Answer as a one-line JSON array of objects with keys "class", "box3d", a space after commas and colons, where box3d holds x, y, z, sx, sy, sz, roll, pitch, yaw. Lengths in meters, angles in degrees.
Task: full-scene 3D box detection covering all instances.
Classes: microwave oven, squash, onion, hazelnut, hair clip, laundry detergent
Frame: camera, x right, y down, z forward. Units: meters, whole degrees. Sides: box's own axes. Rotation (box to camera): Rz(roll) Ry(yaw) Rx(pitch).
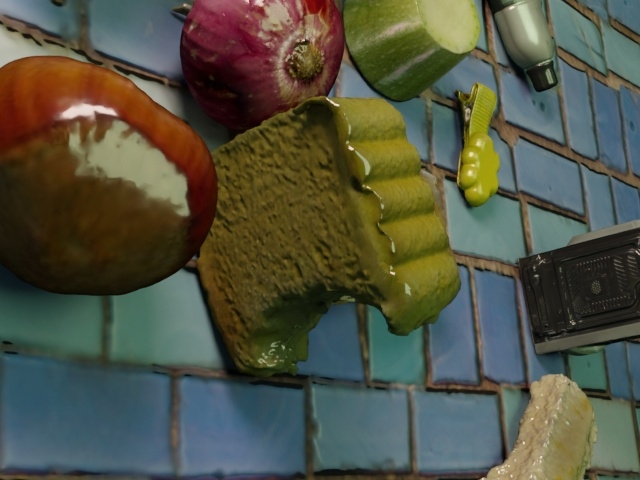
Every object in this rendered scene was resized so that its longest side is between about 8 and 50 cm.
[{"class": "microwave oven", "box3d": [0.394, 0.067, 1.388, 0.122, 0.208, 0.162, 2, 75, -47]}, {"class": "squash", "box3d": [0.117, -0.272, 1.288, 0.170, 0.123, 0.170, 14, 67, -38]}, {"class": "onion", "box3d": [-0.059, -0.194, 1.034, 0.177, 0.153, 0.177, -4, 101, -21]}, {"class": "hazelnut", "box3d": [-0.191, -0.047, 0.831, 0.210, 0.210, 0.186, 25, 82, -40]}, {"class": "hair clip", "box3d": [0.217, -0.128, 1.392, 0.072, 0.046, 0.173, 22, 62, -37]}, {"class": "laundry detergent", "box3d": [0.308, -0.336, 1.549, 0.099, 0.070, 0.225, -26, 95, -55]}]

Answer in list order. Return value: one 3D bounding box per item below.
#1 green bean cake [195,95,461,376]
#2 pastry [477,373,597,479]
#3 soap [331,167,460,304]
[{"class": "green bean cake", "box3d": [0.000, 0.000, 0.963, 0.124, 0.236, 0.233, -9, 81, -50]}, {"class": "pastry", "box3d": [0.281, 0.278, 1.287, 0.121, 0.089, 0.258, 51, 41, -4]}, {"class": "soap", "box3d": [0.058, -0.005, 1.148, 0.233, 0.076, 0.135, -9, 84, -51]}]
